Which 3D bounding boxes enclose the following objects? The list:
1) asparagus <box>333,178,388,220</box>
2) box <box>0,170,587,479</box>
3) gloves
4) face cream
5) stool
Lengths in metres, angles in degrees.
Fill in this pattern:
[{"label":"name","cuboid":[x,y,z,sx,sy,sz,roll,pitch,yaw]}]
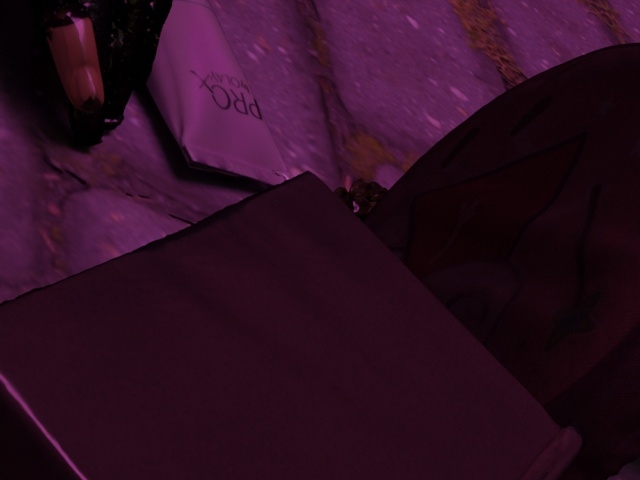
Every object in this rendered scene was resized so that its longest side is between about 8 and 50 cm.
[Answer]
[{"label":"asparagus","cuboid":[0.001,0.000,1.008,0.034,0.027,0.236,44,24,-1]},{"label":"box","cuboid":[-0.048,0.105,0.580,0.153,0.188,0.252,44,27,10]},{"label":"gloves","cuboid":[-0.132,-0.137,0.963,0.129,0.106,0.180,22,26,-36]},{"label":"face cream","cuboid":[-0.092,-0.129,1.072,0.092,0.058,0.243,12,43,-49]},{"label":"stool","cuboid":[0.124,0.060,0.830,0.178,0.272,0.272,43,22,-23]}]
